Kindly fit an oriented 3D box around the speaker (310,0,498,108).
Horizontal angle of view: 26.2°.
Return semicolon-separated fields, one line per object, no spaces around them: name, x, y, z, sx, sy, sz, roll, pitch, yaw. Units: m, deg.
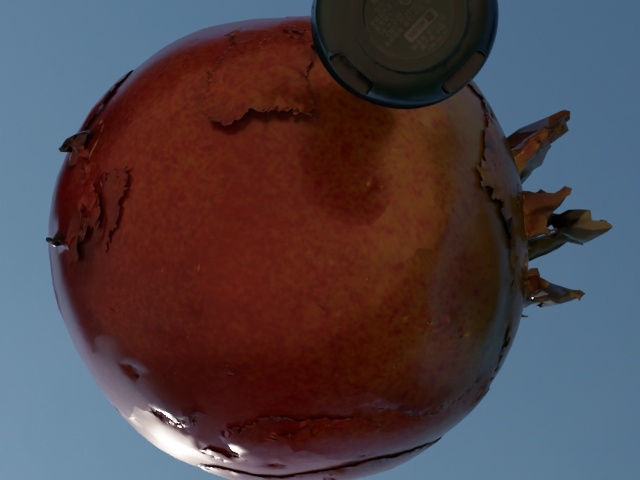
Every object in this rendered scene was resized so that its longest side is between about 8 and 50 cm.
speaker;0.020;-0.091;0.461;0.060;0.075;0.095;-23;-83;1

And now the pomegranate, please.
pomegranate;0.000;0.000;0.593;0.235;0.210;0.210;-8;-122;-14
